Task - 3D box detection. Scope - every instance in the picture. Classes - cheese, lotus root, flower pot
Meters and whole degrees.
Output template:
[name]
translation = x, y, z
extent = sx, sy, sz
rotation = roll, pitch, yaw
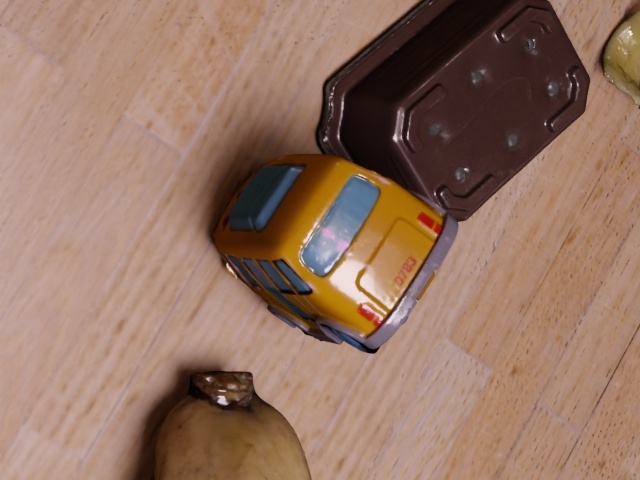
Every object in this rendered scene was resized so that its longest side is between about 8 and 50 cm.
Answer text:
[cheese]
translation = 0.292, -0.171, 1.665
extent = 0.060, 0.041, 0.084
rotation = 34, 91, -22
[lotus root]
translation = -0.079, 0.234, 1.451
extent = 0.154, 0.140, 0.257
rotation = -2, 93, -37
[flower pot]
translation = 0.129, -0.114, 1.553
extent = 0.251, 0.084, 0.179
rotation = -41, 115, -19

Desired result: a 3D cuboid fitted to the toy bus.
[toy bus]
translation = 0.000, 0.000, 1.429
extent = 0.136, 0.209, 0.126
rotation = 37, 79, -19
